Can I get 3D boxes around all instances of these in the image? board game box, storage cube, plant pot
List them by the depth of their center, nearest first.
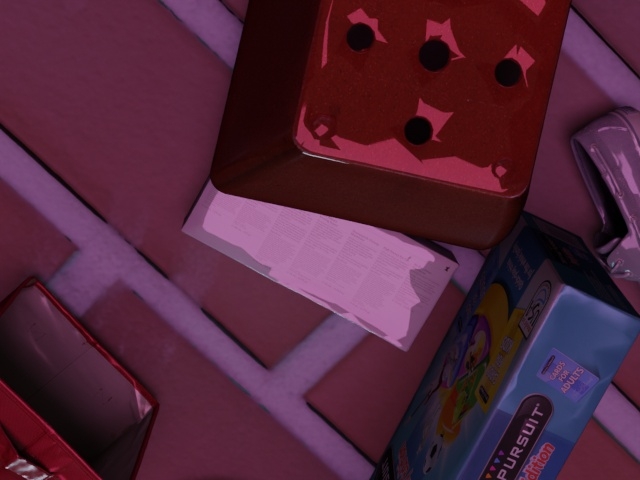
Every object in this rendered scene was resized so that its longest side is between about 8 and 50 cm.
[{"bbox_3d":[0.069,-0.139,1.065,0.267,0.236,0.267,12,93,-7],"label":"plant pot"},{"bbox_3d":[0.144,0.160,1.170,0.079,0.254,0.336,25,103,-7],"label":"board game box"},{"bbox_3d":[-0.288,0.182,1.194,0.193,0.215,0.184,-39,103,15],"label":"storage cube"}]

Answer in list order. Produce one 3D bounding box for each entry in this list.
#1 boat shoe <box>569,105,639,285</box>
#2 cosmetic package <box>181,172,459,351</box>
[{"bbox_3d":[0.286,-0.006,1.214,0.081,0.079,0.228,-21,99,-9],"label":"boat shoe"},{"bbox_3d":[0.000,0.000,1.223,0.239,0.060,0.099,29,103,-8],"label":"cosmetic package"}]
